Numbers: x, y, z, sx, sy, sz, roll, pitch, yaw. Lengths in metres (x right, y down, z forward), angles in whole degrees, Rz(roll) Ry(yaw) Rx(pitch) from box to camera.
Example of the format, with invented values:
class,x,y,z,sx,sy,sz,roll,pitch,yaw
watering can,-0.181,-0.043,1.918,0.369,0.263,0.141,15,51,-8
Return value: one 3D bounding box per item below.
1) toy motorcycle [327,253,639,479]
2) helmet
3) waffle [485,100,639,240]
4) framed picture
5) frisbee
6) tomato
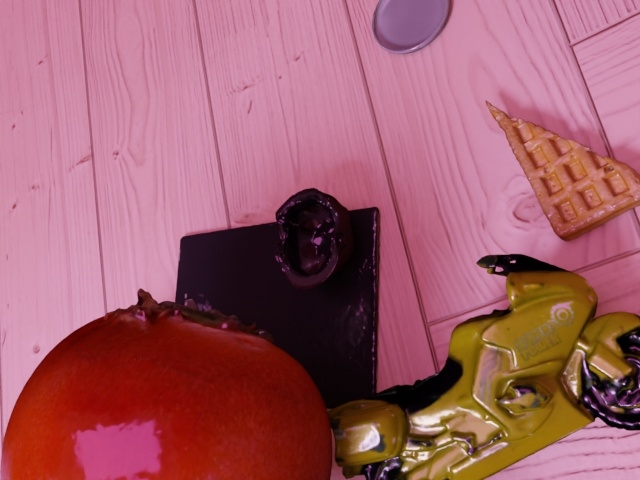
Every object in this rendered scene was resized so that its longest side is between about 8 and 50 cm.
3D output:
class,x,y,z,sx,sy,sz,roll,pitch,yaw
toy motorcycle,0.157,0.139,0.775,0.342,0.142,0.206,-33,60,20
helmet,0.000,0.000,0.949,0.098,0.070,0.123,-16,75,36
waffle,0.267,-0.104,0.838,0.125,0.032,0.191,-31,63,25
framed picture,-0.068,0.093,1.018,0.324,0.013,0.244,-7,72,32
frisbee,0.115,-0.289,1.006,0.110,0.014,0.110,-11,69,31
tomato,-0.145,0.217,0.771,0.321,0.321,0.321,-10,71,31
